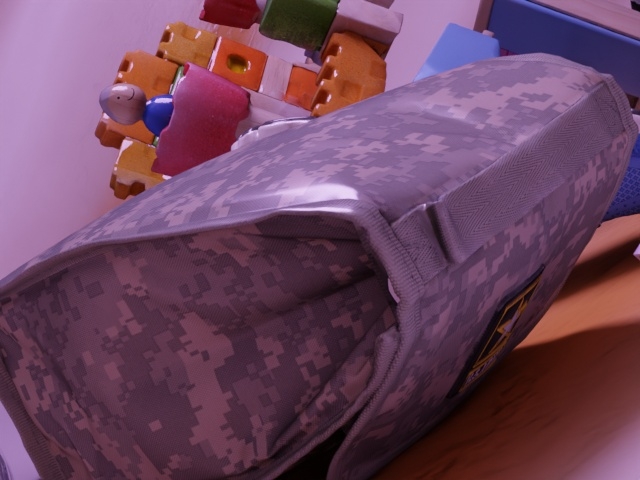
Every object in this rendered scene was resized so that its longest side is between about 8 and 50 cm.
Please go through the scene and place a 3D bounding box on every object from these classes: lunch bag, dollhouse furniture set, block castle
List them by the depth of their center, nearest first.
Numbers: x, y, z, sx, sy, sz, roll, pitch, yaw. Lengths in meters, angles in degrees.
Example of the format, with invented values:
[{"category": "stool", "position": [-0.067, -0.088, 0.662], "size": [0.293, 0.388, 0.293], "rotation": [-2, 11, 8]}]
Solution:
[{"category": "lunch bag", "position": [0.006, 0.021, 0.639], "size": [0.287, 0.168, 0.235], "rotation": [-24, 5, 42]}, {"category": "dollhouse furniture set", "position": [0.174, -0.043, 1.104], "size": [0.303, 0.198, 0.286], "rotation": [-57, -16, -37]}, {"category": "block castle", "position": [-0.067, -0.163, 1.123], "size": [0.303, 0.213, 0.453], "rotation": [119, 166, -53]}]

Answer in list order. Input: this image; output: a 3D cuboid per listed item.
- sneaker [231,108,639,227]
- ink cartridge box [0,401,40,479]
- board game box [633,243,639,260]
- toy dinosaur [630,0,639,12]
[{"category": "sneaker", "position": [0.110, -0.015, 0.849], "size": [0.330, 0.147, 0.130], "rotation": [-4, 2, 7]}, {"category": "ink cartridge box", "position": [-0.244, 0.144, 0.993], "size": [0.191, 0.082, 0.139], "rotation": [-22, 5, 5]}, {"category": "board game box", "position": [0.229, -0.024, 0.717], "size": [0.090, 0.020, 0.090], "rotation": [-54, 13, -12]}, {"category": "toy dinosaur", "position": [0.451, -0.219, 1.361], "size": [0.218, 0.164, 0.322], "rotation": [-3, -8, 27]}]
